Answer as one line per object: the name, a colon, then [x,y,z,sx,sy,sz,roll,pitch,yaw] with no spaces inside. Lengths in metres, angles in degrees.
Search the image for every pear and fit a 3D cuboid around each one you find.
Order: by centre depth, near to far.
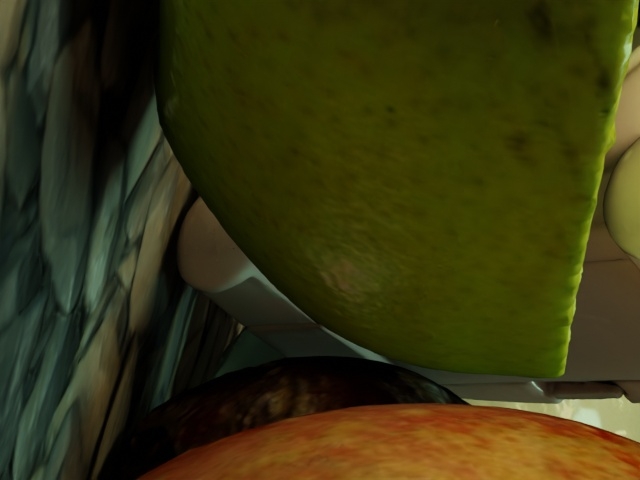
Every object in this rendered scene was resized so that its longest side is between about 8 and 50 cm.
pear: [0.026,-0.115,0.521,0.292,0.159,0.292,12,90,-85]

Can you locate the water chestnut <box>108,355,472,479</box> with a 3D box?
water chestnut: [0.004,0.159,0.745,0.224,0.238,0.223,-163,-90,-84]

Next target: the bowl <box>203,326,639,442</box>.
bowl: [0.086,0.133,0.961,0.337,0.157,0.337,-29,141,-26]

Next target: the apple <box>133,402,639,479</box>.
apple: [0.019,0.220,0.428,0.277,0.348,0.348,-33,-151,47]

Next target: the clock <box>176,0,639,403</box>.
clock: [0.119,-0.100,0.766,0.184,0.342,0.325,39,58,-44]
